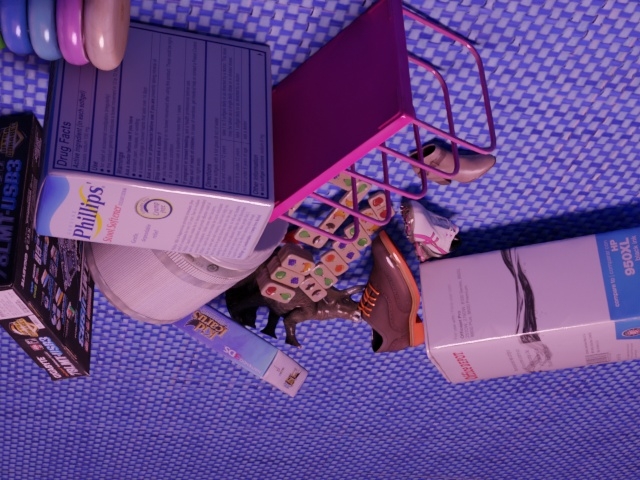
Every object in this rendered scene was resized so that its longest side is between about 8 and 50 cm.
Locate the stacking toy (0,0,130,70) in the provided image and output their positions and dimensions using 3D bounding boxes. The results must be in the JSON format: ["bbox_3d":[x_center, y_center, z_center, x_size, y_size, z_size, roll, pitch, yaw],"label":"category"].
[{"bbox_3d":[-0.406,-0.291,1.468,0.330,0.141,0.141,5,148,0],"label":"stacking toy"}]

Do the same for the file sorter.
[{"bbox_3d":[0.072,-0.150,1.638,0.182,0.202,0.290,21,141,-34],"label":"file sorter"}]

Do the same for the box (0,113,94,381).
[{"bbox_3d":[-0.414,0.015,1.784,0.073,0.296,0.293,-6,149,7],"label":"box"}]

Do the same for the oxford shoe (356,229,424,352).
[{"bbox_3d":[0.111,0.098,2.039,0.098,0.097,0.271,-21,132,-7],"label":"oxford shoe"}]

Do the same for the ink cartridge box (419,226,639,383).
[{"bbox_3d":[0.387,0.121,2.083,0.394,0.166,0.285,-10,160,11],"label":"ink cartridge box"}]

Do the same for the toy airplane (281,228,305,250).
[{"bbox_3d":[-0.086,-0.014,2.008,0.151,0.028,0.151,1,153,0],"label":"toy airplane"}]

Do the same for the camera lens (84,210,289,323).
[{"bbox_3d":[-0.208,-0.013,1.821,0.219,0.220,0.274,23,140,-34],"label":"camera lens"}]

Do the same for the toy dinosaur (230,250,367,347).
[{"bbox_3d":[-0.074,0.085,2.087,0.313,0.160,0.121,28,173,-25],"label":"toy dinosaur"}]

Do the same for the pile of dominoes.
[{"bbox_3d":[0.000,0.000,1.942,0.196,0.040,0.251,23,119,-35],"label":"pile of dominoes"}]

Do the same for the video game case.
[{"bbox_3d":[-0.165,0.160,2.040,0.269,0.061,0.244,30,174,16],"label":"video game case"}]

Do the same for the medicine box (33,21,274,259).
[{"bbox_3d":[-0.216,-0.135,1.582,0.289,0.264,0.149,8,147,-15],"label":"medicine box"}]

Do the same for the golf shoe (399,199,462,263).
[{"bbox_3d":[0.181,-0.024,1.979,0.085,0.068,0.186,-16,156,11],"label":"golf shoe"}]

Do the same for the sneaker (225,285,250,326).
[{"bbox_3d":[-0.139,0.088,2.129,0.066,0.071,0.188,-3,149,1],"label":"sneaker"}]

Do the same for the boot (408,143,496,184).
[{"bbox_3d":[0.198,-0.122,1.842,0.118,0.042,0.087,-24,140,30],"label":"boot"}]
